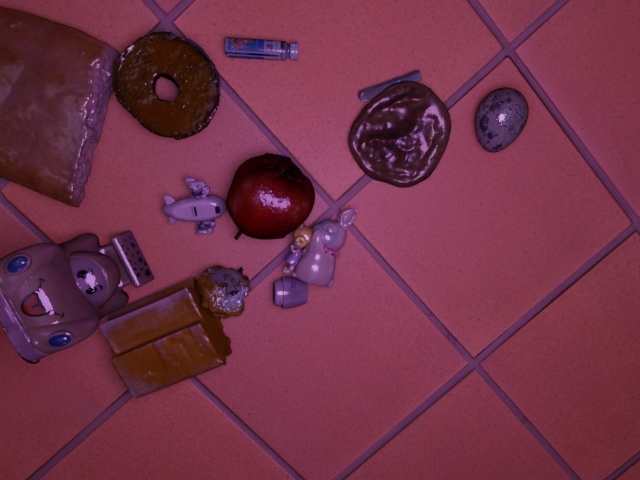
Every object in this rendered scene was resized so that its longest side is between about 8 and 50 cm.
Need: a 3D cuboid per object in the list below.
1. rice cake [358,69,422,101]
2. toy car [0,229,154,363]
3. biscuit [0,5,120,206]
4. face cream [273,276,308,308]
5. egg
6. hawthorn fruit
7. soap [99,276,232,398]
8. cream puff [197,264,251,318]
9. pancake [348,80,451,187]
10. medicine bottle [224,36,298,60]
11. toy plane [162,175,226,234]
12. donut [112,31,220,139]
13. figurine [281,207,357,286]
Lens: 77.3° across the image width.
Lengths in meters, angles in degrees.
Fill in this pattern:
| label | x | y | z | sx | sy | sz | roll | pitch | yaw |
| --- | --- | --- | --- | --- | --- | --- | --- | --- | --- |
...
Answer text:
| label | x | y | z | sx | sy | sz | roll | pitch | yaw |
| --- | --- | --- | --- | --- | --- | --- | --- | --- | --- |
| rice cake | 0.191 | -0.427 | 1.105 | 0.180 | 0.042 | 0.030 | -20 | 126 | 0 |
| toy car | -0.591 | 0.107 | 0.985 | 0.227 | 0.336 | 0.241 | -22 | 100 | -2 |
| biscuit | -0.756 | -0.367 | 1.016 | 0.447 | 0.104 | 0.428 | 25 | 97 | -8 |
| face cream | -0.087 | 0.149 | 1.149 | 0.095 | 0.091 | 0.091 | 0 | 99 | -12 |
| egg | 0.488 | -0.326 | 1.091 | 0.133 | 0.132 | 0.172 | 9 | 110 | -5 |
| hawthorn fruit | -0.155 | -0.097 | 1.051 | 0.266 | 0.230 | 0.210 | -39 | 137 | 24 |
| soap | -0.429 | 0.273 | 1.127 | 0.282 | 0.143 | 0.259 | -24 | 97 | 6 |
| cream puff | -0.276 | 0.149 | 1.115 | 0.121 | 0.156 | 0.156 | 16 | 99 | 30 |
| pancake | 0.231 | -0.290 | 1.115 | 0.295 | 0.049 | 0.293 | -2 | 105 | -6 |
| medicine bottle | -0.155 | -0.506 | 1.061 | 0.191 | 0.051 | 0.051 | 2 | 99 | -5 |
| toy plane | -0.345 | -0.091 | 1.100 | 0.174 | 0.080 | 0.173 | -2 | 117 | -4 |
| donut | -0.386 | -0.390 | 1.042 | 0.273 | 0.107 | 0.271 | 0 | 94 | -3 |
| figurine | 0.000 | 0.000 | 1.120 | 0.155 | 0.127 | 0.235 | 21 | 92 | 3 |
